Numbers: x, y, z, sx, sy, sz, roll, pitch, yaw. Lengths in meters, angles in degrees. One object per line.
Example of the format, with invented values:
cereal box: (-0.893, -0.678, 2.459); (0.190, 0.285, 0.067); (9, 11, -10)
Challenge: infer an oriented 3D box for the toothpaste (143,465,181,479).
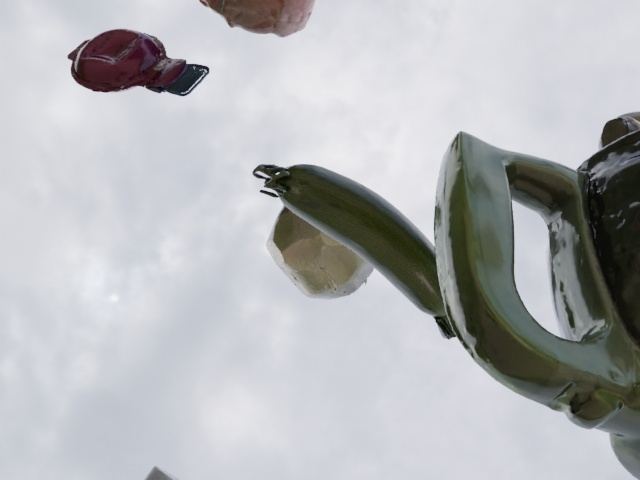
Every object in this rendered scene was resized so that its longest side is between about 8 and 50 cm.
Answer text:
toothpaste: (-0.184, 0.321, 0.561); (0.125, 0.080, 0.371); (19, -112, 42)

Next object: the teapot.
teapot: (0.258, 0.040, 0.631); (0.239, 0.321, 0.239); (-27, -148, 36)

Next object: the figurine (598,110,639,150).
figurine: (0.479, -0.050, 0.932); (0.411, 0.306, 0.241); (8, -81, 6)

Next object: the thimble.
thimble: (-0.103, -0.469, 1.530); (0.239, 0.239, 0.162); (41, -52, 22)

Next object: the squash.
squash: (0.062, -0.005, 1.010); (0.318, 0.071, 0.080); (39, -69, -17)

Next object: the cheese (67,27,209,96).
cheese: (-0.286, -0.271, 1.379); (0.244, 0.062, 0.155); (18, -126, 22)

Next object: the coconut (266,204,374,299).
coconut: (0.001, 0.001, 1.358); (0.161, 0.161, 0.162); (-31, -62, 19)
